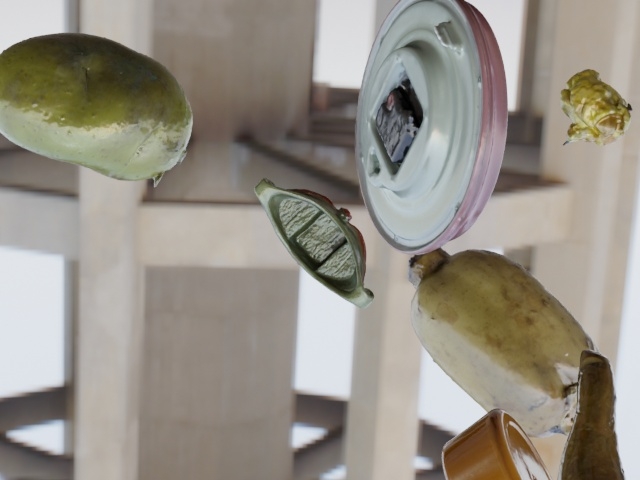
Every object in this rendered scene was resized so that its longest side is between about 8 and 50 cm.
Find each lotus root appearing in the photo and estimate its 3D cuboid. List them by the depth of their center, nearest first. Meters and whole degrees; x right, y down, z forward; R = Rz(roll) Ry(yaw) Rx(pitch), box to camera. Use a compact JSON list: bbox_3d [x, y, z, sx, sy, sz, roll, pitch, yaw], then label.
[{"bbox_3d":[0.215,0.112,1.700,0.160,0.146,0.284,-33,-111,-34],"label":"lotus root"}]

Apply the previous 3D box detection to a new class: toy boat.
[{"bbox_3d":[0.000,-0.001,1.614,0.185,0.089,0.071,48,-160,6],"label":"toy boat"}]

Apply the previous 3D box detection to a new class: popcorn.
[{"bbox_3d":[0.277,-0.127,1.470,0.084,0.084,0.084,3,-165,-1],"label":"popcorn"}]

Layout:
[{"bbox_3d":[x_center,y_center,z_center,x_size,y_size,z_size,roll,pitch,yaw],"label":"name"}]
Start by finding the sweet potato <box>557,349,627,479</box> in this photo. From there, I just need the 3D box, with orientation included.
[{"bbox_3d":[0.263,0.243,1.313,0.079,0.108,0.346,10,-144,-4],"label":"sweet potato"}]

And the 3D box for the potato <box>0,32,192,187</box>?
[{"bbox_3d":[-0.276,-0.162,1.703,0.248,0.143,0.169,12,-132,-12],"label":"potato"}]

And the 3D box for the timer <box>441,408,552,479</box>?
[{"bbox_3d":[0.109,0.226,1.155,0.152,0.132,0.132,-29,-171,14],"label":"timer"}]

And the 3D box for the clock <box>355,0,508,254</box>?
[{"bbox_3d":[0.090,-0.109,1.289,0.056,0.244,0.244,1,-166,-23],"label":"clock"}]
